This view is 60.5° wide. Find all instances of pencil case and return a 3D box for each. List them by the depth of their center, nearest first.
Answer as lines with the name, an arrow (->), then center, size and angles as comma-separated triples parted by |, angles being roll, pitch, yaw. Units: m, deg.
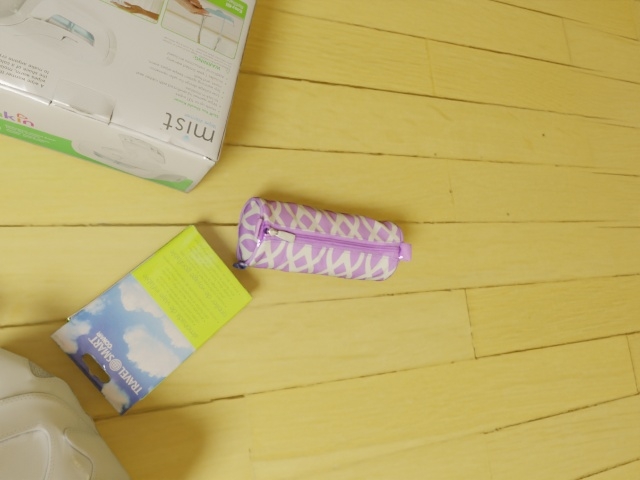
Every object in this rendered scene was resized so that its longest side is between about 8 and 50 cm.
pencil case -> 0.000, 0.000, 0.657 | 0.206, 0.088, 0.086 | 7, 77, -27

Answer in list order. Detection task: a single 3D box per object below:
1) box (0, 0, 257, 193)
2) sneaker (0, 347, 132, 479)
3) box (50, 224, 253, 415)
box -> -0.219, -0.204, 0.567 | 0.262, 0.127, 0.231 | 17, 72, -24
sneaker -> -0.290, 0.190, 0.360 | 0.210, 0.137, 0.366 | 49, 21, 24
box -> -0.171, 0.079, 0.574 | 0.178, 0.042, 0.109 | -42, 98, -28
